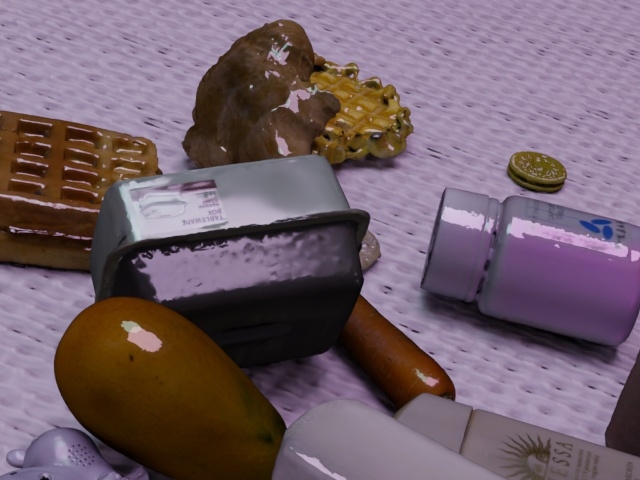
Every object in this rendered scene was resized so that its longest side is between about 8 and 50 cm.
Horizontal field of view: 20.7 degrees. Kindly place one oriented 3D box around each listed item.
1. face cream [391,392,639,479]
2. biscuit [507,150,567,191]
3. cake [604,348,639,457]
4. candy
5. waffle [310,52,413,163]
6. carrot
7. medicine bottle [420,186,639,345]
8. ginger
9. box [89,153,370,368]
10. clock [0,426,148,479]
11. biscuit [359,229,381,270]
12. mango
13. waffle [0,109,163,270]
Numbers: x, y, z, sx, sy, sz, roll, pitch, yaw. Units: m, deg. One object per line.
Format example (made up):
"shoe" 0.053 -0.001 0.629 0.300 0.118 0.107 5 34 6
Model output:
"face cream" 0.218 0.252 1.765 0.348 0.081 0.173 17 37 7
"biscuit" 0.300 -0.096 2.423 0.084 0.023 0.084 10 29 -6
"cake" 0.489 0.169 1.862 0.309 0.230 0.237 28 35 22
"candy" 0.119 0.303 1.525 0.358 0.208 0.145 25 32 21
"waffle" -0.002 -0.183 2.416 0.262 0.060 0.280 -1 33 -22
"carrot" 0.075 0.127 1.933 0.067 0.067 0.225 -8 35 -31
"medicine bottle" 0.255 0.027 2.081 0.254 0.152 0.152 15 31 2
"ginger" -0.073 -0.141 2.221 0.219 0.123 0.270 -27 48 16
"box" -0.099 0.032 1.859 0.290 0.220 0.166 -9 62 -19
"clock" -0.258 0.234 1.619 0.117 0.080 0.176 31 35 27
"biscuit" 0.000 0.000 2.156 0.152 0.020 0.152 8 30 -5
"mango" -0.147 0.156 1.695 0.254 0.139 0.175 43 -18 -26
"waffle" -0.346 -0.062 2.057 0.327 0.098 0.224 7 33 -8
